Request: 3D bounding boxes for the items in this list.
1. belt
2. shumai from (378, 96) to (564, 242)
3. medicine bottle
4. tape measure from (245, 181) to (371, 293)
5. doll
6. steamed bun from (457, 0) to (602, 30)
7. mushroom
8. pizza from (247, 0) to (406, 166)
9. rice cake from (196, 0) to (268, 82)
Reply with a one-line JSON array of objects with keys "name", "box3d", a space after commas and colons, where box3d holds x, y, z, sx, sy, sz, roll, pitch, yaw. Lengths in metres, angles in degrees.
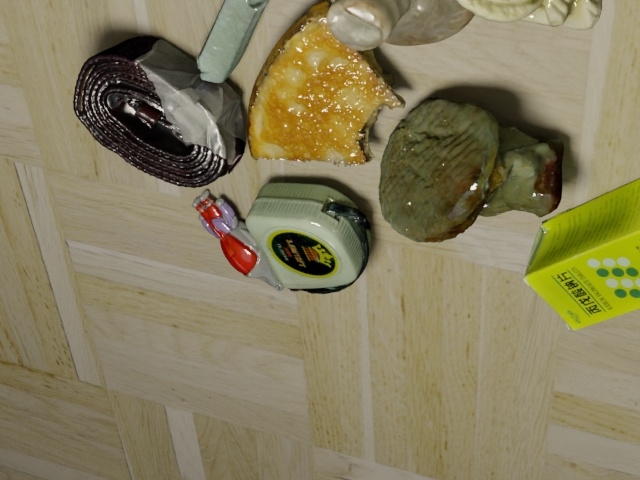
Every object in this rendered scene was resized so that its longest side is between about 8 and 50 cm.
[{"name": "belt", "box3d": [-0.251, -0.212, 2.111, 0.289, 0.164, 0.184, 34, 117, 3]}, {"name": "shumai", "box3d": [0.229, -0.094, 1.967, 0.204, 0.222, 0.272, 12, 176, -41]}, {"name": "medicine bottle", "box3d": [0.455, 0.022, 1.982, 0.137, 0.141, 0.250, 42, 137, -21]}, {"name": "tape measure", "box3d": [0.000, 0.000, 2.232, 0.207, 0.115, 0.235, 2, 141, 28]}, {"name": "doll", "box3d": [-0.145, 0.006, 2.336, 0.227, 0.075, 0.102, 46, 146, -5]}, {"name": "steamed bun", "box3d": [0.249, -0.415, 1.588, 0.268, 0.207, 0.280, 10, 121, -28]}, {"name": "mushroom", "box3d": [0.098, -0.346, 1.729, 0.243, 0.243, 0.243, 15, 138, 14]}, {"name": "pizza", "box3d": [0.011, -0.227, 2.001, 0.223, 0.089, 0.323, 23, 134, -8]}, {"name": "rice cake", "box3d": [-0.134, -0.330, 1.994, 0.063, 0.069, 0.206, 32, 137, -2]}]
